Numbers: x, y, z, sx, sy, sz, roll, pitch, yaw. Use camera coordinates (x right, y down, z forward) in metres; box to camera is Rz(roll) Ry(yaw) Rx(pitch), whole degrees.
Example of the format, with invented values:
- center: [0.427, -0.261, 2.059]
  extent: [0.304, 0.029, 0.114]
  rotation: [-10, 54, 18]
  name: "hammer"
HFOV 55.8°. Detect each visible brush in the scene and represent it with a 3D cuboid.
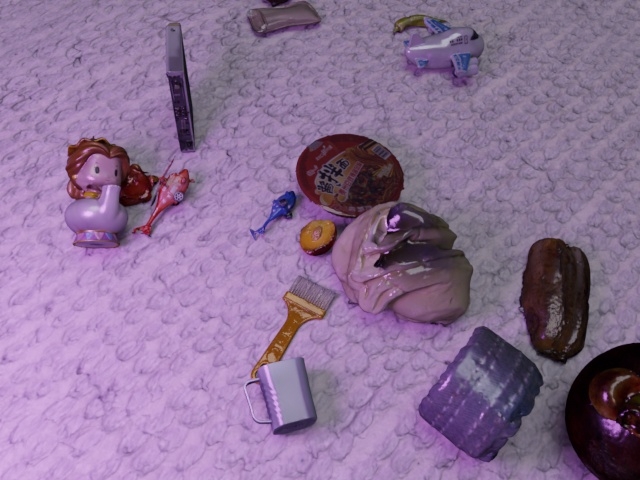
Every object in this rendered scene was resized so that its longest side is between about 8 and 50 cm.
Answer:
- center: [-0.070, 0.196, 1.311]
  extent: [0.103, 0.013, 0.272]
  rotation: [25, 57, 12]
  name: "brush"

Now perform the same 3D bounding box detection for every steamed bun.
- center: [0.187, 0.040, 1.333]
  extent: [0.319, 0.206, 0.275]
  rotation: [14, 53, 0]
  name: "steamed bun"

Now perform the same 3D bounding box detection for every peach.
- center: [0.001, -0.001, 1.423]
  extent: [0.098, 0.061, 0.098]
  rotation: [-14, 55, 21]
  name: "peach"

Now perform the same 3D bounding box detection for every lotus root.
- center: [0.550, 0.119, 1.390]
  extent: [0.167, 0.078, 0.330]
  rotation: [12, 54, 5]
  name: "lotus root"

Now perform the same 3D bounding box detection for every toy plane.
- center: [0.379, -0.590, 1.845]
  extent: [0.266, 0.123, 0.267]
  rotation: [4, 54, -6]
  name: "toy plane"
- center: [-0.111, -0.067, 1.474]
  extent: [0.062, 0.054, 0.167]
  rotation: [11, 49, 33]
  name: "toy plane"
- center: [-0.371, -0.094, 1.435]
  extent: [0.077, 0.126, 0.194]
  rotation: [33, 52, -16]
  name: "toy plane"

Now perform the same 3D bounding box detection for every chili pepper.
- center: [0.326, -0.715, 1.976]
  extent: [0.208, 0.043, 0.049]
  rotation: [-13, 45, -15]
  name: "chili pepper"

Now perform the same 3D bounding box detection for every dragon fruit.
- center: [-0.469, -0.139, 1.474]
  extent: [0.126, 0.068, 0.112]
  rotation: [5, 57, -2]
  name: "dragon fruit"

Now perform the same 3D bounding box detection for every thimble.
- center: [0.314, 0.297, 1.173]
  extent: [0.172, 0.205, 0.236]
  rotation: [38, 35, 14]
  name: "thimble"

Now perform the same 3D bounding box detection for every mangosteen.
- center: [0.601, 0.322, 1.120]
  extent: [0.293, 0.297, 0.297]
  rotation: [41, 56, -15]
  name: "mangosteen"

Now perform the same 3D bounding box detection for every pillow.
- center: [-0.119, -0.716, 1.932]
  extent: [0.232, 0.038, 0.131]
  rotation: [-15, 55, -17]
  name: "pillow"

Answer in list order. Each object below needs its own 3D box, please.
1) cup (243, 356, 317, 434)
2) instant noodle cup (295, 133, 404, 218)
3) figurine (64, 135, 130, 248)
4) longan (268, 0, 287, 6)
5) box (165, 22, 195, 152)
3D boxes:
- center: [-0.081, 0.304, 1.179]
  extent: [0.128, 0.095, 0.130]
  rotation: [-10, 62, -15]
  name: "cup"
- center: [0.070, -0.143, 1.516]
  extent: [0.273, 0.091, 0.274]
  rotation: [3, 55, -4]
  name: "instant noodle cup"
- center: [-0.511, -0.117, 1.375]
  extent: [0.142, 0.189, 0.264]
  rotation: [8, 74, -49]
  name: "figurine"
- center: [-0.142, -0.822, 1.974]
  extent: [0.113, 0.092, 0.114]
  rotation: [-1, 99, -7]
  name: "longan"
- center: [-0.354, -0.377, 1.529]
  extent: [0.045, 0.270, 0.211]
  rotation: [-5, 57, -8]
  name: "box"
